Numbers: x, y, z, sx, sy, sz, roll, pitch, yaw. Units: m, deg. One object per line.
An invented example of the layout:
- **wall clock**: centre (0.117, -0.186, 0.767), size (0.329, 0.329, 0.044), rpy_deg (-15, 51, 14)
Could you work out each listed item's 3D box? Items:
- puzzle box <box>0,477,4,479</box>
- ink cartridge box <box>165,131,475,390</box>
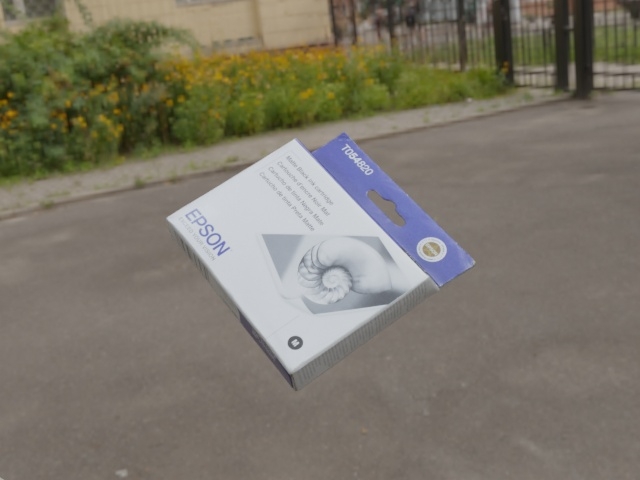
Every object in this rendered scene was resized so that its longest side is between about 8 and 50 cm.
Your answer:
- **puzzle box**: centre (-0.363, 0.446, 1.217), size (0.052, 0.409, 0.272), rpy_deg (-49, 17, -1)
- **ink cartridge box**: centre (0.000, 0.000, 0.907), size (0.224, 0.045, 0.223), rpy_deg (-34, 60, -17)
